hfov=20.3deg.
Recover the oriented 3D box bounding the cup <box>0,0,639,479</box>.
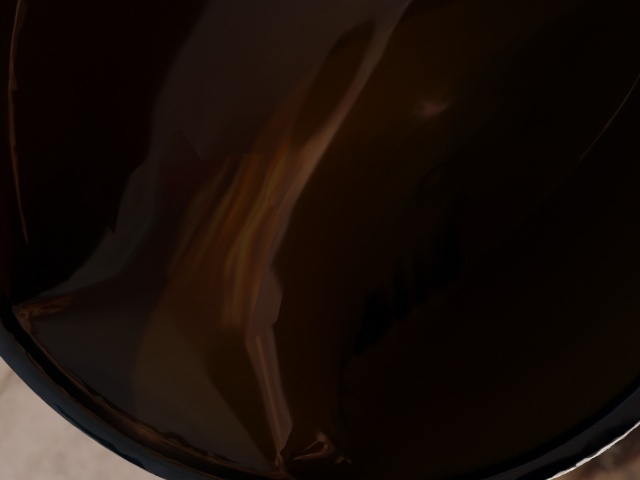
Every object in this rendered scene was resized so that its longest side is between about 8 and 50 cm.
[{"bbox_3d":[0.045,-0.094,0.621,0.308,0.292,0.242,-17,-65,15],"label":"cup"}]
